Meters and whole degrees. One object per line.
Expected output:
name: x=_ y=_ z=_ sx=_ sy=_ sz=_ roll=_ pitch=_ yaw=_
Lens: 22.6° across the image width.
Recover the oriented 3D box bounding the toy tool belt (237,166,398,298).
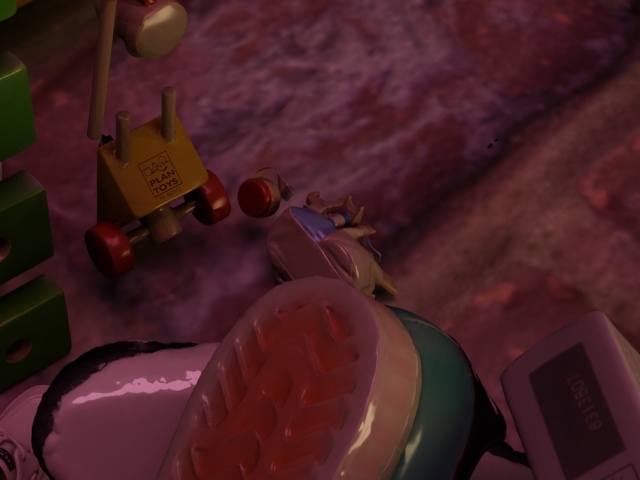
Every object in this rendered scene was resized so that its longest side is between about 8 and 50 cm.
toy tool belt: x=0.000 y=0.000 z=0.788 sx=0.083 sy=0.052 sz=0.051 roll=49 pitch=30 yaw=20

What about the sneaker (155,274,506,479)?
sneaker: x=-0.027 y=0.166 z=0.585 sx=0.108 sy=0.121 sz=0.302 roll=33 pitch=93 yaw=47

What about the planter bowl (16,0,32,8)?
planter bowl: x=-0.191 y=-0.186 z=0.857 sx=0.217 sy=0.090 sz=0.217 roll=4 pitch=55 yaw=-6

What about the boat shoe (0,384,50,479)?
boat shoe: x=-0.137 y=0.100 z=0.696 sx=0.035 sy=0.035 sz=0.100 roll=23 pitch=55 yaw=8

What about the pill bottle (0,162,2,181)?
pill bottle: x=-0.279 y=-0.057 z=0.716 sx=0.264 sy=0.146 sz=0.146 roll=-5 pitch=56 yaw=-12

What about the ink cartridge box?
ink cartridge box: x=0.170 y=0.158 z=0.610 sx=0.066 sy=0.232 sz=0.189 roll=-33 pitch=37 yaw=14

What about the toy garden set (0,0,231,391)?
toy garden set: x=-0.135 y=-0.042 z=0.673 sx=0.203 sy=0.244 sz=0.049 roll=-31 pitch=55 yaw=-27

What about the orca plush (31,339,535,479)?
orca plush: x=0.019 y=0.082 z=0.697 sx=0.287 sy=0.151 sz=0.102 roll=-2 pitch=22 yaw=-12
